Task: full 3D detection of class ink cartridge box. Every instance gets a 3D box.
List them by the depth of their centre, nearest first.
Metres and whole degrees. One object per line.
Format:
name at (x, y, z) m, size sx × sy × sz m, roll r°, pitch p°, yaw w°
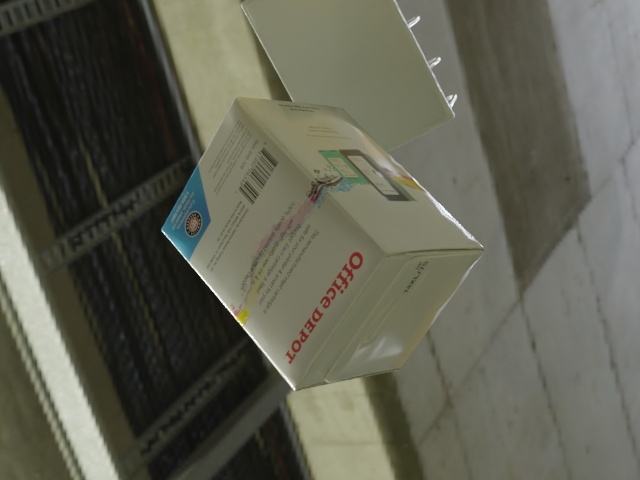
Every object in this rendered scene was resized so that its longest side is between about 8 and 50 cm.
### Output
ink cartridge box at (0.000, 0.000, 1.350) m, size 0.197 × 0.198 × 0.270 m, roll -2°, pitch -137°, yaw -51°

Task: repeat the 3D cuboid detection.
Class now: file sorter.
file sorter at (0.055, -0.270, 1.708) m, size 0.278 × 0.192 × 0.173 m, roll 61°, pitch -160°, yaw -8°
